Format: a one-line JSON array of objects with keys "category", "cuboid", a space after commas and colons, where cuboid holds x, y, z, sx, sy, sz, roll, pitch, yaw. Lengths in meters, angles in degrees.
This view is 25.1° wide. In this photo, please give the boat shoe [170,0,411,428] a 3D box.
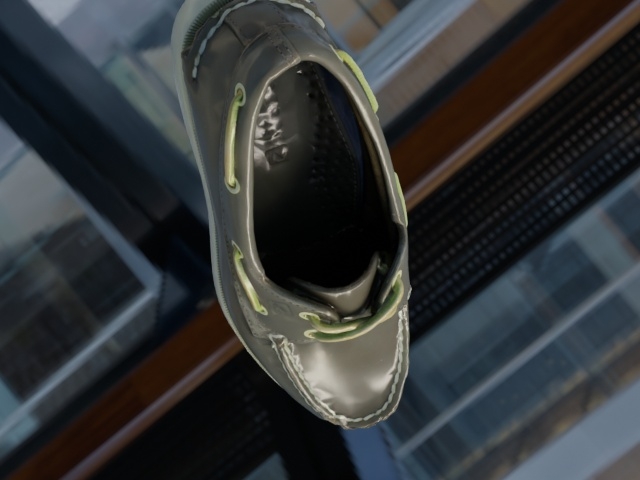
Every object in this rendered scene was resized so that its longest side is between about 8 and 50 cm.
[{"category": "boat shoe", "cuboid": [-0.004, 0.002, 0.793, 0.109, 0.305, 0.091, -24, -142, -10]}]
